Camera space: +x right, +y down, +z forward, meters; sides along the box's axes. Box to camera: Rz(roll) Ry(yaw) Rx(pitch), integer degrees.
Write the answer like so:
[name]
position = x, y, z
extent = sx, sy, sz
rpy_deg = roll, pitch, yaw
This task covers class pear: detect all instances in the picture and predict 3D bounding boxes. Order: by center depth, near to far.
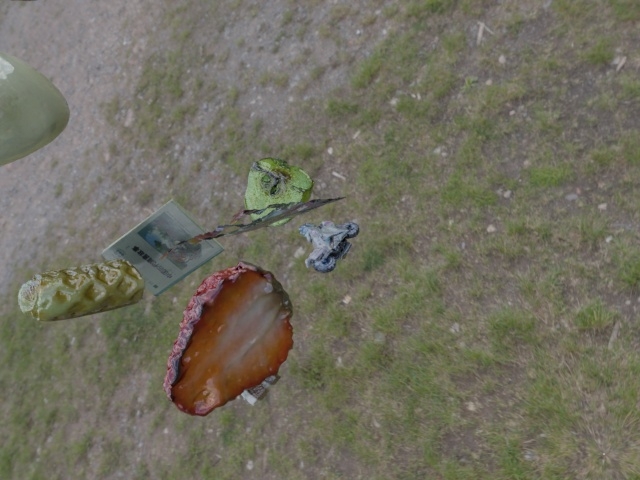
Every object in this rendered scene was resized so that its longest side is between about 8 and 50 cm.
[pear]
position = -0.155, -0.156, 1.666
extent = 0.238, 0.164, 0.255
rpy_deg = 25, 120, 11

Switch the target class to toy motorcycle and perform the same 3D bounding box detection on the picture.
[toy motorcycle]
position = 0.000, 0.005, 1.492
extent = 0.204, 0.108, 0.239
rpy_deg = 17, 33, 25

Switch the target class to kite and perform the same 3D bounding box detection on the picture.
[kite]
position = -0.088, -0.032, 0.680
extent = 0.204, 0.360, 0.022
rpy_deg = -19, 92, 18

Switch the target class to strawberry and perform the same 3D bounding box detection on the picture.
[strawberry]
position = -0.211, 0.205, 0.955
extent = 0.149, 0.265, 0.336
rpy_deg = 7, 49, 48

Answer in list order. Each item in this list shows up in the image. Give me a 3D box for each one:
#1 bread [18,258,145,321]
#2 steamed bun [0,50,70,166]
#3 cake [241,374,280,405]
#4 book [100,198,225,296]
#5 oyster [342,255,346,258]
[bread]
position = -0.599, 0.125, 1.104
extent = 0.152, 0.268, 0.129
rpy_deg = -18, 84, 46
[steamed bun]
position = -0.763, -0.310, 0.982
extent = 0.312, 0.233, 0.333
rpy_deg = 5, 44, 20
[cake]
position = -0.250, 0.544, 1.695
extent = 0.135, 0.134, 0.147
rpy_deg = 35, 78, 14
[book]
position = -0.447, 0.029, 1.252
extent = 0.283, 0.215, 0.025
rpy_deg = -34, 28, 17
[oyster]
position = 0.079, 0.038, 1.664
extent = 0.051, 0.093, 0.034
rpy_deg = -21, 36, 41
